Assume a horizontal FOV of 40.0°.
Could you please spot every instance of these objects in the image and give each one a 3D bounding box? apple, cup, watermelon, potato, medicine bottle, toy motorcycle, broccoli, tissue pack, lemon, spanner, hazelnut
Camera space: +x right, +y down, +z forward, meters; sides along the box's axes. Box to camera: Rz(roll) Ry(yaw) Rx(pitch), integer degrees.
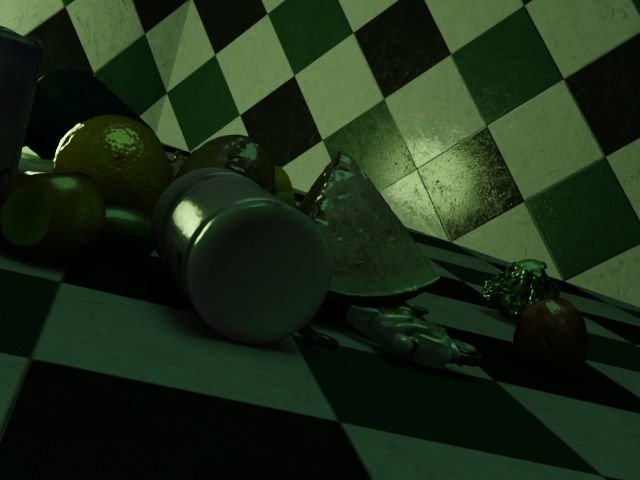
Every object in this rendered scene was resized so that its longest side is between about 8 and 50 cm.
[{"bbox_3d":[-0.420,-0.042,1.381,0.163,0.147,0.146,17,6,17],"label":"apple"},{"bbox_3d":[-0.568,-0.245,2.076,0.308,0.242,0.292,6,25,-49],"label":"cup"},{"bbox_3d":[0.058,0.019,1.615,0.250,0.292,0.283,36,-14,-24],"label":"watermelon"},{"bbox_3d":[-0.197,-0.087,1.782,0.229,0.266,0.229,16,4,-1],"label":"potato"},{"bbox_3d":[-0.133,0.013,1.354,0.212,0.212,0.325,13,9,-24],"label":"medicine bottle"},{"bbox_3d":[0.144,0.157,1.424,0.229,0.074,0.151,24,14,31],"label":"toy motorcycle"},{"bbox_3d":[0.483,0.126,2.104,0.195,0.156,0.195,4,40,-3],"label":"broccoli"},{"bbox_3d":[-0.574,-0.183,1.362,0.160,0.338,0.242,16,6,6],"label":"tissue pack"},{"bbox_3d":[-0.404,-0.120,1.700,0.228,0.228,0.253,14,38,-16],"label":"lemon"},{"bbox_3d":[-0.051,0.126,1.437,0.054,0.015,0.254,11,9,-33],"label":"spanner"},{"bbox_3d":[0.441,0.181,1.644,0.150,0.150,0.150,16,7,-2],"label":"hazelnut"}]

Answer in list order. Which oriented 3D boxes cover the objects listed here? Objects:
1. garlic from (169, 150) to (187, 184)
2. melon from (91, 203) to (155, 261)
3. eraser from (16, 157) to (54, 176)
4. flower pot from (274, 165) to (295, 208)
[{"bbox_3d":[-0.327,-0.092,2.018,0.217,0.110,0.228,26,38,-21],"label":"garlic"},{"bbox_3d":[-0.358,-0.015,1.507,0.162,0.099,0.099,11,9,-23],"label":"melon"},{"bbox_3d":[-0.574,-0.108,1.726,0.096,0.098,0.404,18,8,11],"label":"eraser"},{"bbox_3d":[-0.189,-0.093,2.188,0.179,0.195,0.195,-10,24,-44],"label":"flower pot"}]
